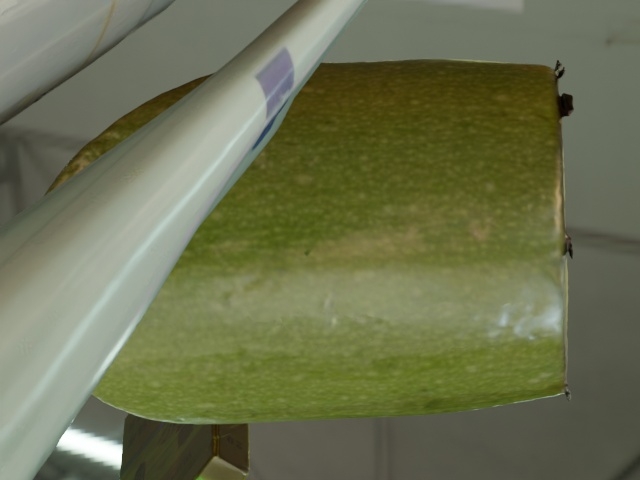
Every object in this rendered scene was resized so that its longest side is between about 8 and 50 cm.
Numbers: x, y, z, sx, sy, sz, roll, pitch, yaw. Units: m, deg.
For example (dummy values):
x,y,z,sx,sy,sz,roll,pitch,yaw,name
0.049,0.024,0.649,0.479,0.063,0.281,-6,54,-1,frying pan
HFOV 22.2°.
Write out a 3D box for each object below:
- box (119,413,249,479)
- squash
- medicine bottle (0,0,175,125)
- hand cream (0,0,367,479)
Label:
x,y,z,sx,sy,sz,roll,pitch,yaw,name
-0.092,0.136,1.085,0.030,0.121,0.193,31,-159,-18,box
0.000,0.000,0.841,0.260,0.189,0.189,-3,-156,6,squash
-0.172,-0.035,0.432,0.296,0.111,0.161,-42,-167,-31,medicine bottle
-0.057,-0.010,0.498,0.067,0.109,0.321,37,-138,1,hand cream
